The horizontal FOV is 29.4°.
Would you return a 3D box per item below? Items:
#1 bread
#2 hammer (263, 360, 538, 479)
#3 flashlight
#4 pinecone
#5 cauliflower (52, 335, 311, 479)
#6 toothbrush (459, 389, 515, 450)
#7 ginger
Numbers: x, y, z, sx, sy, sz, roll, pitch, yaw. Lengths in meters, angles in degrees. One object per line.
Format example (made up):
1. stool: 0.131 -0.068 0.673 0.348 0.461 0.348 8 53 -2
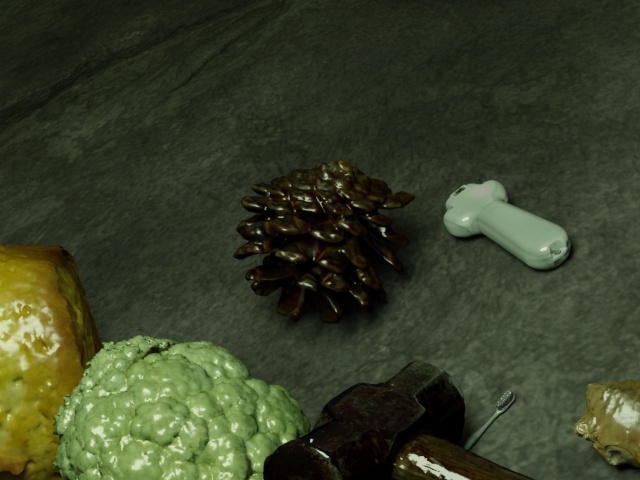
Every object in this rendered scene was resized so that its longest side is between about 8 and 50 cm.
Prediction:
1. bread: -0.351 0.151 1.423 0.204 0.337 0.358 -19 12 -4
2. hammer: 0.175 0.241 1.117 0.408 0.095 0.242 19 23 29
3. flashlight: 0.233 -0.016 1.513 0.093 0.048 0.200 -37 37 -15
4. pinecone: 0.000 0.003 1.515 0.228 0.201 0.202 -4 -2 -28
5. cauliflower: -0.149 0.243 1.250 0.272 0.250 0.275 26 64 -1
6. toothbrush: 0.150 0.216 1.279 0.167 0.014 0.011 -43 45 -22
7. ginger: 0.326 0.184 1.160 0.165 0.067 0.096 30 62 37
